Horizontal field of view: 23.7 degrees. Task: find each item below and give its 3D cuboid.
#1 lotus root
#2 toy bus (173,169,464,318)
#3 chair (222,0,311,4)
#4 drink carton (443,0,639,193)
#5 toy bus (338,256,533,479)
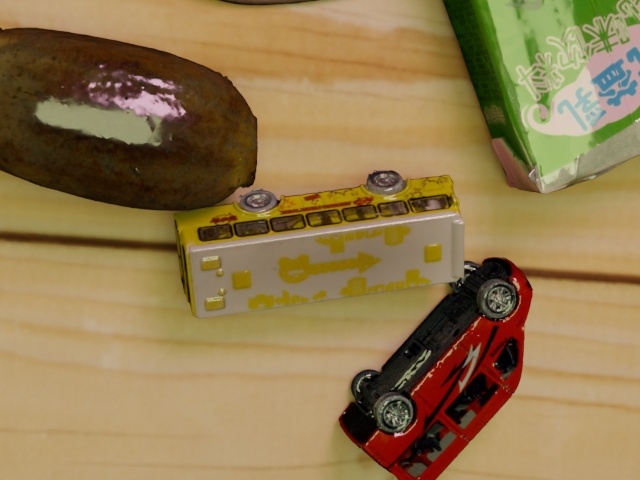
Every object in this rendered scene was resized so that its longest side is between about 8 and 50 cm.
[{"bbox_3d":[-0.163,-0.092,1.167,0.241,0.123,0.124,11,102,-7],"label":"lotus root"},{"bbox_3d":[0.000,0.000,1.210,0.226,0.074,0.081,-7,124,-8],"label":"toy bus"},{"bbox_3d":[-0.027,-0.347,1.134,0.175,0.183,0.326,-6,95,-7],"label":"chair"},{"bbox_3d":[0.186,-0.186,1.217,0.161,0.108,0.271,-22,98,-6],"label":"drink carton"},{"bbox_3d":[0.107,0.105,1.248,0.089,0.081,0.195,42,88,-19],"label":"toy bus"}]
